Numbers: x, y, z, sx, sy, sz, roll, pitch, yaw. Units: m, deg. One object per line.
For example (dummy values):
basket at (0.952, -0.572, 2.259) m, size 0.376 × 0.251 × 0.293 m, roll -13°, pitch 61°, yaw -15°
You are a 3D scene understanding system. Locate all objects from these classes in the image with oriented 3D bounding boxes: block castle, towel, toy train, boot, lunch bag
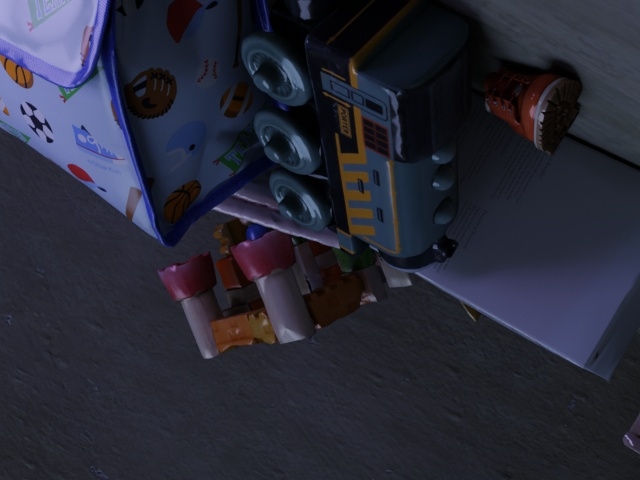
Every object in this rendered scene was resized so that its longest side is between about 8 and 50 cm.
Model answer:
block castle at (0.000, 0.000, 1.559) m, size 0.453 × 0.212 × 0.303 m, roll -24°, pitch -176°, yaw -38°
towel at (-0.082, -0.089, 1.257) m, size 0.317 × 0.053 × 0.332 m, roll 18°, pitch -166°, yaw -1°
toy train at (0.043, -0.098, 0.911) m, size 0.190 × 0.142 × 0.334 m, roll 32°, pitch 152°, yaw 27°
boot at (0.172, -0.117, 0.843) m, size 0.085 × 0.059 × 0.158 m, roll 35°, pitch -177°, yaw 11°
lunch bag at (-0.225, -0.230, 0.947) m, size 0.328 × 0.239 × 0.385 m, roll 32°, pitch 149°, yaw 27°

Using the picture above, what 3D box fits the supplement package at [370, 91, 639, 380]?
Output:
supplement package at (0.234, -0.002, 1.085) m, size 0.263 × 0.199 × 0.198 m, roll 30°, pitch -179°, yaw 25°

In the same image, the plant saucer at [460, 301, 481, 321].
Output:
plant saucer at (0.241, -0.019, 1.889) m, size 0.332 × 0.081 × 0.333 m, roll 57°, pitch -169°, yaw 5°

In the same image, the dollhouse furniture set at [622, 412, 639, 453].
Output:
dollhouse furniture set at (0.631, 0.256, 1.239) m, size 0.394 × 0.256 × 0.362 m, roll 31°, pitch -178°, yaw 37°

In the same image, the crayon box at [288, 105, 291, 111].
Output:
crayon box at (0.099, -0.119, 1.333) m, size 0.323 × 0.083 × 0.203 m, roll 10°, pitch -165°, yaw -36°
